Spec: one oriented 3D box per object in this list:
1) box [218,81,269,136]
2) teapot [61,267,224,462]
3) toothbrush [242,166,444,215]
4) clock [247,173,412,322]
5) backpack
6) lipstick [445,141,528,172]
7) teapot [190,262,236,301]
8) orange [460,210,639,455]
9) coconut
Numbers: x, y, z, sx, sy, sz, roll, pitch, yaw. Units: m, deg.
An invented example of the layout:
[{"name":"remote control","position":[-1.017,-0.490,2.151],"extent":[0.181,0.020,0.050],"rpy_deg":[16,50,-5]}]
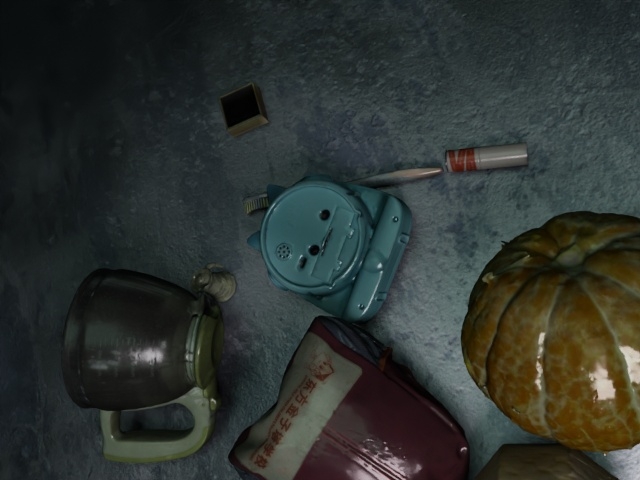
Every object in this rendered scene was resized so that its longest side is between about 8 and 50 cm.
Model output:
[{"name":"box","position":[-0.149,-0.254,1.265],"extent":[0.079,0.035,0.083],"rpy_deg":[-22,72,14]},{"name":"teapot","position":[-0.288,0.212,1.102],"extent":[0.239,0.239,0.321],"rpy_deg":[4,73,7]},{"name":"toothbrush","position":[0.032,-0.094,1.166],"extent":[0.375,0.028,0.037],"rpy_deg":[-10,80,18]},{"name":"clock","position":[0.000,0.000,1.105],"extent":[0.274,0.094,0.223],"rpy_deg":[20,92,20]},{"name":"backpack","position":[0.062,0.298,0.975],"extent":[0.317,0.197,0.283],"rpy_deg":[31,89,13]},{"name":"lipstick","position":[0.274,-0.137,1.083],"extent":[0.131,0.038,0.038],"rpy_deg":[-3,76,19]},{"name":"teapot","position":[-0.195,0.073,1.178],"extent":[0.057,0.083,0.067],"rpy_deg":[6,82,26]},{"name":"orange","position":[0.347,0.110,0.854],"extent":[0.329,0.249,0.329],"rpy_deg":[-24,28,13]},{"name":"coconut","position":[0.292,0.382,0.841],"extent":[0.259,0.259,0.259],"rpy_deg":[-5,76,19]}]
